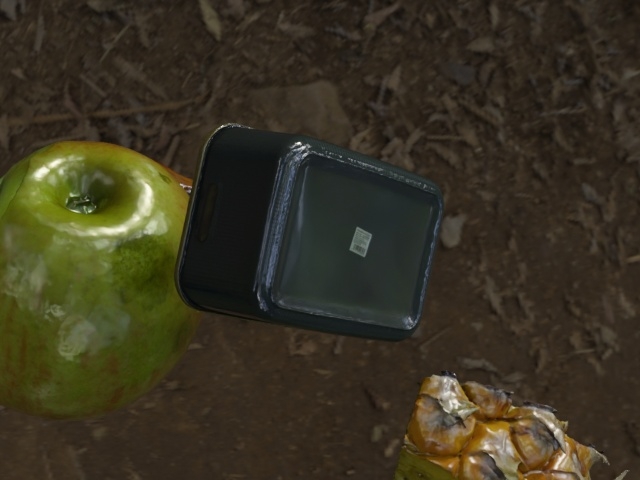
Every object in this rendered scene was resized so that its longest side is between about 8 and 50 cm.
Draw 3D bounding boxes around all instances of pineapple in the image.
[{"bbox_3d":[0.109,0.155,0.658,0.135,0.233,0.079,15,67,6],"label":"pineapple"}]

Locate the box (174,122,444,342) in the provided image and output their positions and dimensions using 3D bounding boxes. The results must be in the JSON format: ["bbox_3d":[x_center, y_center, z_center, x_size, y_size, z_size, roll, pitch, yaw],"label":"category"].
[{"bbox_3d":[0.000,0.000,0.835,0.201,0.090,0.144,16,86,-47],"label":"box"}]

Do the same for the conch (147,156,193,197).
[{"bbox_3d":[-0.245,-0.074,1.502,0.233,0.086,0.080,-17,70,-3],"label":"conch"}]

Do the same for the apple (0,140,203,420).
[{"bbox_3d":[-0.220,0.027,0.960,0.246,0.226,0.246,6,57,-9],"label":"apple"}]
